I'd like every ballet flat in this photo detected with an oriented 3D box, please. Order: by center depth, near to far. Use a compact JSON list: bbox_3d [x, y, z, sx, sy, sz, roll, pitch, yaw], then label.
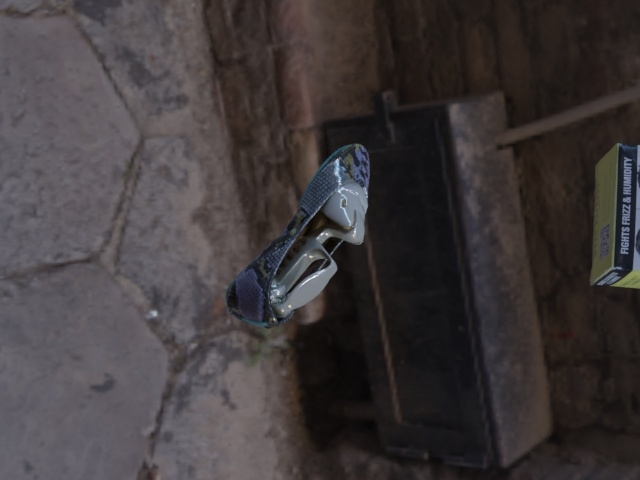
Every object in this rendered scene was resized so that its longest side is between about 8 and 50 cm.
[{"bbox_3d":[0.000,0.000,0.523,0.114,0.041,0.041,-52,130,-16],"label":"ballet flat"}]

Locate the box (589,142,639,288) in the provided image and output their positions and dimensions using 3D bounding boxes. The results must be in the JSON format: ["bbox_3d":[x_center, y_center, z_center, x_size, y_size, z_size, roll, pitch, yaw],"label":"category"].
[{"bbox_3d":[0.295,-0.005,0.656,0.058,0.232,0.087,94,3,-79],"label":"box"}]
